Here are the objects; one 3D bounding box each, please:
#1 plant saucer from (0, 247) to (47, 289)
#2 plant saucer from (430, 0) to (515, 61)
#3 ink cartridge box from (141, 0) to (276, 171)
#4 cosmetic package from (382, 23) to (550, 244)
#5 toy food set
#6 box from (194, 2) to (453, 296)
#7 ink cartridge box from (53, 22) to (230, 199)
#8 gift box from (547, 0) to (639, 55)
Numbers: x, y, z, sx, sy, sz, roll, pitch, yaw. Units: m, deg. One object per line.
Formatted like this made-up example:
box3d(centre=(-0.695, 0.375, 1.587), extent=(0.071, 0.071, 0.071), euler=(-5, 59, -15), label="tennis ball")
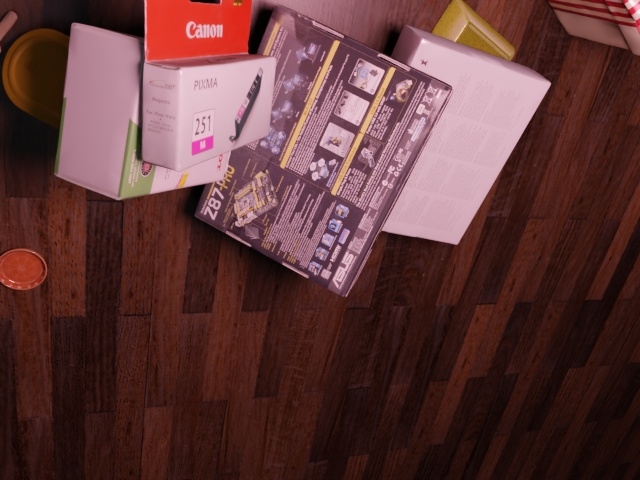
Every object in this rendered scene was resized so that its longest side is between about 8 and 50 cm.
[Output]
box3d(centre=(-0.538, 0.050, 1.011), extent=(0.083, 0.013, 0.084), euler=(-9, 120, -16), label="plant saucer")
box3d(centre=(0.281, -0.339, 1.100), extent=(0.188, 0.045, 0.188), euler=(25, 106, -31), label="plant saucer")
box3d(centre=(-0.139, -0.243, 0.772), extent=(0.060, 0.275, 0.239), euler=(16, 115, 15), label="ink cartridge box")
box3d(centre=(0.219, -0.184, 1.093), extent=(0.284, 0.097, 0.377), euler=(9, 123, -24), label="cosmetic package")
box3d(centre=(-0.397, -0.244, 0.851), extent=(0.217, 0.071, 0.128), euler=(30, 93, 6), label="toy food set")
box3d(centre=(-0.005, -0.146, 0.967), extent=(0.318, 0.097, 0.395), euler=(27, 108, 5), label="box")
box3d(centre=(-0.236, -0.186, 0.830), extent=(0.117, 0.278, 0.202), euler=(19, 107, 14), label="ink cartridge box")
box3d(centre=(0.577, -0.496, 1.001), extent=(0.276, 0.258, 0.255), euler=(32, 103, -31), label="gift box")
